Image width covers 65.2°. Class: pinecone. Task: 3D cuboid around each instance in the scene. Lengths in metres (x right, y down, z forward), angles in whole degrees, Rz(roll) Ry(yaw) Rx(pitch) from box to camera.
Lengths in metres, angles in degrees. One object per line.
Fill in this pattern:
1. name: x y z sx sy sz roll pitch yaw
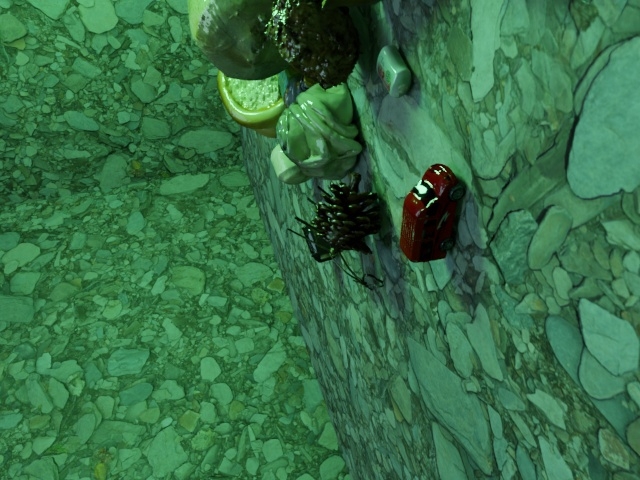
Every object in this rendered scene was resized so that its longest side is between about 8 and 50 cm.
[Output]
1. pinecone: 0.075 -0.069 1.326 0.168 0.186 0.212 -78 4 -62

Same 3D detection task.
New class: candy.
1. candy: -0.112 -0.604 1.854 0.194 0.062 0.097 135 121 -76

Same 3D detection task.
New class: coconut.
1. coconut: -0.207 -0.672 1.514 0.404 0.405 0.404 167 90 -77
2. coconut: -0.101 -0.308 1.877 0.171 0.171 0.182 125 129 -73

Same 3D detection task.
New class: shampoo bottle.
1. shampoo bottle: 0.152 -0.342 1.028 0.072 0.043 0.099 99 155 -58

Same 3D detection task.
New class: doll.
1. doll: -0.067 -0.490 1.693 0.316 0.103 0.145 153 108 -71

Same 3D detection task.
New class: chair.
1. chair: 0.070 -0.002 1.511 0.326 0.170 0.160 34 160 -4

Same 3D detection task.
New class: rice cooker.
1. rice cooker: 0.000 0.000 1.861 0.165 0.107 0.112 65 169 8

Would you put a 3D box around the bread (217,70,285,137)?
1. bread: -0.243 -0.655 2.096 0.245 0.329 0.423 11 -121 -59

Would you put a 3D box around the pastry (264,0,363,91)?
1. pastry: -0.021 -0.477 1.172 0.275 0.193 0.274 49 -151 -40

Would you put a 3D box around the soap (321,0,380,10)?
1. soap: 0.084 -0.523 0.948 0.233 0.135 0.076 -178 76 -76

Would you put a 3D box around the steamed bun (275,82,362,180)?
1. steamed bun: -0.022 -0.313 1.436 0.280 0.207 0.267 124 132 -70

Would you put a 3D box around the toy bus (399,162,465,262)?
1. toy bus: 0.209 -0.051 0.962 0.081 0.090 0.195 -117 20 -47
